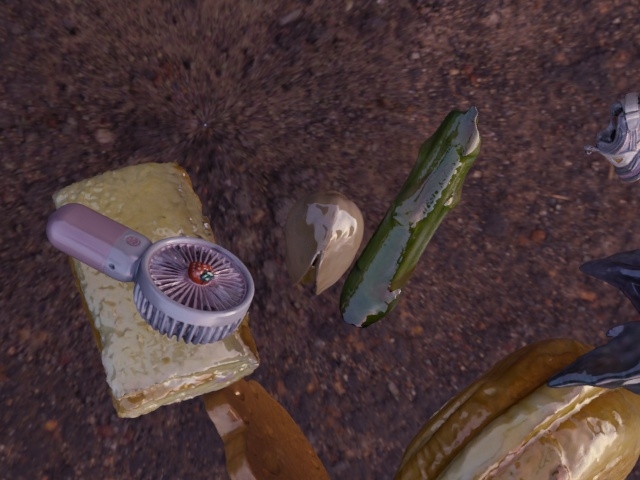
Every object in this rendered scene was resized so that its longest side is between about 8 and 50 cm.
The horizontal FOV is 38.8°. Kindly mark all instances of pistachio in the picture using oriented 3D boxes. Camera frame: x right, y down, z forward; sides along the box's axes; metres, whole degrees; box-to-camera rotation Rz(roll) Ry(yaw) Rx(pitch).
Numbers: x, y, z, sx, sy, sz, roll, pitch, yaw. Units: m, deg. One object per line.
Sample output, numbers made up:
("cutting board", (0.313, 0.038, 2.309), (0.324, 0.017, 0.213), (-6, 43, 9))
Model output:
("pistachio", (0.000, 0.000, 1.486), (0.126, 0.223, 0.152), (19, 57, 0))

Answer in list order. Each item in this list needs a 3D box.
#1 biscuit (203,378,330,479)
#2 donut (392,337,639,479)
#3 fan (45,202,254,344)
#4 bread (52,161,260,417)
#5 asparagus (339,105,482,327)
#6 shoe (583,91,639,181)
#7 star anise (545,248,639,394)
("biscuit", (-0.082, 0.360, 1.493), (0.057, 0.351, 0.312), (-36, 64, 8))
("donut", (0.274, 0.311, 1.246), (0.449, 0.449, 0.198), (-40, 60, -1))
("fan", (-0.193, 0.028, 1.014), (0.244, 0.130, 0.074), (27, 124, 2))
("bread", (-0.255, 0.068, 1.414), (0.237, 0.165, 0.375), (-16, 64, -15))
("asparagus", (0.120, -0.032, 1.172), (0.082, 0.085, 0.343), (39, 118, 24))
("shoe", (0.467, -0.178, 1.334), (0.092, 0.089, 0.180), (25, 116, -8))
("star anise", (0.210, 0.043, 0.420), (0.205, 0.180, 0.061), (14, 134, 3))
